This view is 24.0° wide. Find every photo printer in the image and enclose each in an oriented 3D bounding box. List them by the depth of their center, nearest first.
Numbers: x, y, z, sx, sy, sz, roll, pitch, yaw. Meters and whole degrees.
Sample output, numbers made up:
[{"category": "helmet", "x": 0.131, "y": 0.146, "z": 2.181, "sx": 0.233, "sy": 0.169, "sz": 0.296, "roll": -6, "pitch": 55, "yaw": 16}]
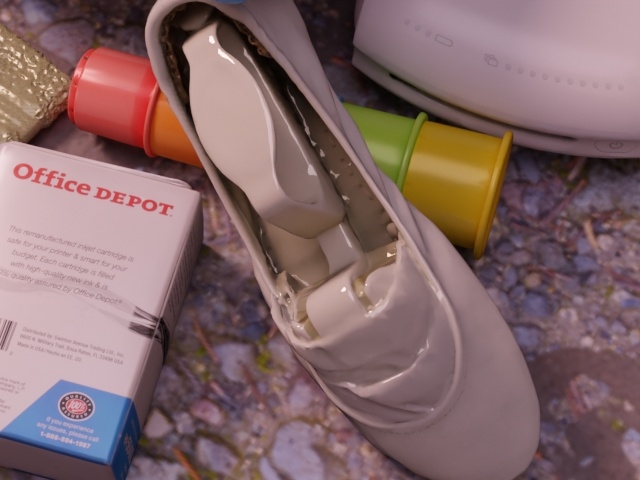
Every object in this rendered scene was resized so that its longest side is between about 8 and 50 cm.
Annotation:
[{"category": "photo printer", "x": 0.174, "y": -0.213, "z": 1.134, "sx": 0.256, "sy": 0.107, "sz": 0.307, "roll": 19, "pitch": 66, "yaw": 8}]

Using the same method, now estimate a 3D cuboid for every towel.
[{"category": "towel", "x": -0.264, "y": -0.118, "z": 1.130, "sx": 0.148, "sy": 0.027, "sz": 0.110, "roll": 34, "pitch": 69, "yaw": 15}]

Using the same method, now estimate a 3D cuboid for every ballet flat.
[{"category": "ballet flat", "x": 0.000, "y": 0.000, "z": 0.969, "sx": 0.139, "sy": 0.139, "sz": 0.400, "roll": -30, "pitch": 87, "yaw": -13}]

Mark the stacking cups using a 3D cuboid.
[{"category": "stacking cups", "x": -0.026, "y": -0.070, "z": 1.073, "sx": 0.316, "sy": 0.096, "sz": 0.096, "roll": 14, "pitch": 66, "yaw": 6}]

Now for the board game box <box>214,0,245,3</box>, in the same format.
[{"category": "board game box", "x": -0.080, "y": -0.319, "z": 1.088, "sx": 0.390, "sy": 0.050, "sz": 0.390, "roll": 24, "pitch": 49, "yaw": 33}]

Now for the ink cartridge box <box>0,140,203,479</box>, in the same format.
[{"category": "ink cartridge box", "x": -0.176, "y": 0.051, "z": 1.020, "sx": 0.148, "sy": 0.086, "sz": 0.203, "roll": 15, "pitch": 65, "yaw": 6}]
